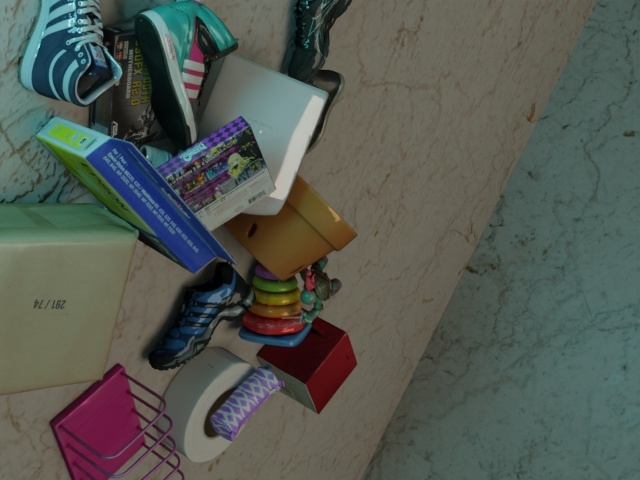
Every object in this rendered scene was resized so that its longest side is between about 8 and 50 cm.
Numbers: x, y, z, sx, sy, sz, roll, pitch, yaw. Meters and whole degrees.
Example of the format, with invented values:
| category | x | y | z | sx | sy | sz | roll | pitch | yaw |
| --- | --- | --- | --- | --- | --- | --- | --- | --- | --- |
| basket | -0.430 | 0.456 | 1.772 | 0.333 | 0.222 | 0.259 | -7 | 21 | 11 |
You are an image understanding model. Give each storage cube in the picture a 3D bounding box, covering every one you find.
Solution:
| category | x | y | z | sx | sy | sz | roll | pitch | yaw |
| --- | --- | --- | --- | --- | --- | --- | --- | --- | --- |
| storage cube | -0.034 | 0.339 | 2.693 | 0.193 | 0.183 | 0.215 | -49 | 149 | -24 |

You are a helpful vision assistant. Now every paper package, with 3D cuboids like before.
| category | x | y | z | sx | sy | sz | roll | pitch | yaw |
| --- | --- | --- | --- | --- | --- | --- | --- | --- | --- |
| paper package | -0.515 | 0.099 | 1.647 | 0.325 | 0.168 | 0.309 | -2 | 114 | -47 |

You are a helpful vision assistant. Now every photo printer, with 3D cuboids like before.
| category | x | y | z | sx | sy | sz | roll | pitch | yaw |
| --- | --- | --- | --- | --- | --- | --- | --- | --- | --- |
| photo printer | -0.152 | -0.213 | 2.003 | 0.256 | 0.107 | 0.307 | 20 | 98 | -19 |

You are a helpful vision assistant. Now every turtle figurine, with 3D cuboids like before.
| category | x | y | z | sx | sy | sz | roll | pitch | yaw |
| --- | --- | --- | --- | --- | --- | --- | --- | --- | --- |
| turtle figurine | -0.024 | 0.120 | 2.364 | 0.234 | 0.118 | 0.175 | -39 | 119 | -64 |

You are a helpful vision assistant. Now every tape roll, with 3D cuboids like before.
| category | x | y | z | sx | sy | sz | roll | pitch | yaw |
| --- | --- | --- | --- | --- | --- | --- | --- | --- | --- |
| tape roll | -0.282 | 0.416 | 2.432 | 0.286 | 0.100 | 0.286 | -39 | 143 | -37 |

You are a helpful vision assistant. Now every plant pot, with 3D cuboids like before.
| category | x | y | z | sx | sy | sz | roll | pitch | yaw |
| --- | --- | --- | --- | --- | --- | --- | --- | --- | --- |
| plant pot | -0.087 | -0.045 | 2.225 | 0.203 | 0.291 | 0.291 | -44 | 151 | 1 |

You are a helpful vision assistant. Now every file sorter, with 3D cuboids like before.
| category | x | y | z | sx | sy | sz | roll | pitch | yaw |
| --- | --- | --- | --- | --- | --- | --- | --- | --- | --- |
| file sorter | -0.435 | 0.470 | 2.131 | 0.202 | 0.182 | 0.291 | -42 | 145 | -34 |

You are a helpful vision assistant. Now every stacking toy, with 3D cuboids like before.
| category | x | y | z | sx | sy | sz | roll | pitch | yaw |
| --- | --- | --- | --- | --- | --- | --- | --- | --- | --- |
| stacking toy | -0.114 | 0.109 | 2.431 | 0.175 | 0.165 | 0.302 | -41 | 137 | -67 |

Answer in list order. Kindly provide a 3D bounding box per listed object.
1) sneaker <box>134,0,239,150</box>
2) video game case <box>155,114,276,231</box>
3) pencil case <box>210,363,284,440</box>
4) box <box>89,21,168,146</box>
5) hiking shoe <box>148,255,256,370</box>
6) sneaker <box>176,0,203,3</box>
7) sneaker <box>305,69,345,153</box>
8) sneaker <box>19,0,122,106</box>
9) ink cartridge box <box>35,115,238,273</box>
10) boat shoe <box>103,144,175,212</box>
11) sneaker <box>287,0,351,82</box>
| category | x | y | z | sx | sy | sz | roll | pitch | yaw |
| --- | --- | --- | --- | --- | --- | --- | --- | --- | --- |
| sneaker | -0.231 | -0.322 | 1.777 | 0.178 | 0.124 | 0.295 | -36 | 141 | -28 |
| video game case | -0.214 | -0.110 | 1.870 | 0.232 | 0.042 | 0.210 | -33 | 146 | -9 |
| pencil case | -0.183 | 0.408 | 2.392 | 0.206 | 0.088 | 0.086 | -45 | 144 | -29 |
| box | -0.343 | -0.291 | 1.791 | 0.183 | 0.056 | 0.231 | -24 | 133 | -50 |
| hiking shoe | -0.298 | 0.173 | 2.233 | 0.304 | 0.113 | 0.132 | -43 | 115 | -23 |
| sneaker | -0.250 | -0.469 | 1.798 | 0.054 | 0.061 | 0.152 | -46 | 146 | -26 |
| sneaker | -0.041 | -0.313 | 2.279 | 0.118 | 0.083 | 0.222 | 11 | 112 | -42 |
| sneaker | -0.386 | -0.356 | 1.561 | 0.099 | 0.153 | 0.282 | -2 | 114 | -59 |
| ink cartridge box | -0.320 | -0.071 | 1.650 | 0.072 | 0.307 | 0.303 | -47 | 126 | -13 |
| boat shoe | -0.383 | -0.075 | 1.865 | 0.084 | 0.095 | 0.258 | 25 | 100 | -43 |
| sneaker | -0.024 | -0.487 | 2.154 | 0.106 | 0.101 | 0.267 | 17 | 99 | -39 |
